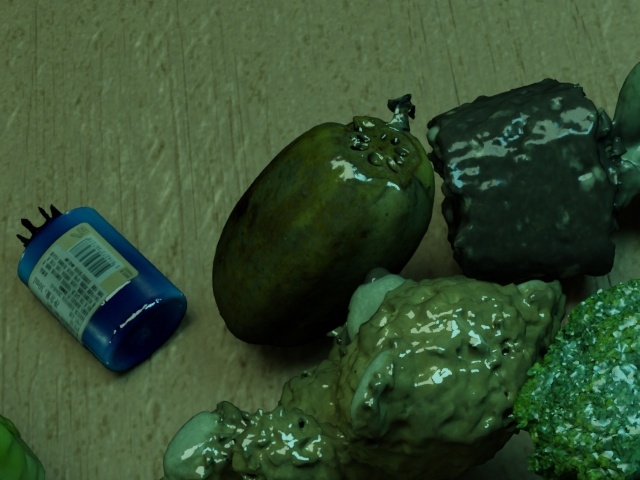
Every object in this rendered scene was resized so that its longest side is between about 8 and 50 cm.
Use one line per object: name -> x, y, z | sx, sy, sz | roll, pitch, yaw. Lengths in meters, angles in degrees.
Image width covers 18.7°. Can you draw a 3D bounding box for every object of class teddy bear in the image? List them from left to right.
teddy bear -> 0.047, 0.106, 1.299 | 0.267, 0.256, 0.156 | -30, 76, -36

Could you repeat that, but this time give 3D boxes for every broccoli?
broccoli -> 0.248, 0.139, 1.187 | 0.269, 0.242, 0.261 | 4, 35, -2

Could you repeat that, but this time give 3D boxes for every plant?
plant -> 0.216, -0.061, 1.422 | 0.274, 0.149, 0.146 | -13, 23, 7

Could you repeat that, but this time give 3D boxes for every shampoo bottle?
shampoo bottle -> -0.189, 0.031, 1.597 | 0.087, 0.050, 0.183 | -44, 49, -7

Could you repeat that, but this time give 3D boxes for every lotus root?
lotus root -> 0.000, 0.000, 1.435 | 0.124, 0.241, 0.123 | -6, 59, -32

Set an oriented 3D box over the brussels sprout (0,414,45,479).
brussels sprout -> -0.407, 0.199, 1.366 | 0.361, 0.342, 0.425 | -56, 32, -7
